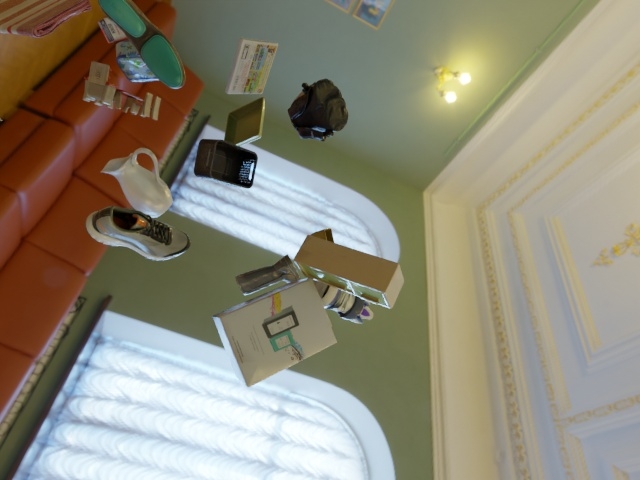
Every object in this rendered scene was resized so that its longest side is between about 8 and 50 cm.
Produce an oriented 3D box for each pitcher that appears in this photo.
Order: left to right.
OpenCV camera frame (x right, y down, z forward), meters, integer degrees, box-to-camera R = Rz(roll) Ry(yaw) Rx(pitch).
[{"bbox_3d":[-0.548,-0.182,1.353,0.177,0.207,0.126,-19,-144,22],"label":"pitcher"}]

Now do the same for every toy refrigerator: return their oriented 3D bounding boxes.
[{"bbox_3d":[0.071,0.081,1.123,0.094,0.269,0.102,-61,150,-21],"label":"toy refrigerator"}]

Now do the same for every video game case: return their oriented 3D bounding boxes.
[{"bbox_3d":[-0.287,-0.720,1.795,0.206,0.026,0.227,-24,148,-50],"label":"video game case"}]

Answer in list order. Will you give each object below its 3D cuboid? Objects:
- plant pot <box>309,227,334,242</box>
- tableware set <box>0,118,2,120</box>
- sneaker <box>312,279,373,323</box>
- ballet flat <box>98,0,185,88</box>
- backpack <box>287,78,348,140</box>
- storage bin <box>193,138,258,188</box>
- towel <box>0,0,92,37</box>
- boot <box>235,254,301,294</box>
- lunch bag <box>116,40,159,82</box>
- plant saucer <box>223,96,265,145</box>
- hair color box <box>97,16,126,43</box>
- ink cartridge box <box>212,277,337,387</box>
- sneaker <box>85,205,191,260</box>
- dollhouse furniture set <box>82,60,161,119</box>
[{"bbox_3d":[0.000,0.000,1.691,0.081,0.083,0.082,-14,92,-69],"label":"plant pot"},{"bbox_3d":[-1.009,-0.398,1.237,0.024,0.104,0.154,-57,157,10],"label":"tableware set"},{"bbox_3d":[0.085,0.184,1.368,0.130,0.236,0.323,-63,-171,-6],"label":"sneaker"},{"bbox_3d":[-0.562,-0.656,1.395,0.116,0.342,0.124,-35,-150,13],"label":"ballet flat"},{"bbox_3d":[-0.008,-0.346,1.167,0.115,0.152,0.182,-28,-167,-25],"label":"backpack"},{"bbox_3d":[-0.297,-0.241,1.362,0.084,0.180,0.122,11,-89,35],"label":"storage bin"},{"bbox_3d":[-0.875,-0.661,1.267,0.037,0.328,0.237,82,25,-47],"label":"towel"},{"bbox_3d":[-0.182,0.151,1.569,0.208,0.190,0.076,-30,-140,-5],"label":"boot"},{"bbox_3d":[-0.681,-0.709,1.713,0.176,0.218,0.090,119,-37,-75],"label":"lunch bag"},{"bbox_3d":[-0.288,-0.444,1.675,0.188,0.045,0.188,-14,-120,31],"label":"plant saucer"},{"bbox_3d":[-0.676,-0.731,1.471,0.043,0.072,0.141,0,-147,35],"label":"hair color box"},{"bbox_3d":[-0.133,0.248,1.211,0.197,0.270,0.198,68,-22,1],"label":"ink cartridge box"},{"bbox_3d":[-0.457,-0.019,1.126,0.108,0.271,0.100,-24,-119,35],"label":"sneaker"},{"bbox_3d":[-0.798,-0.589,1.690,0.259,0.261,0.135,-47,152,-82],"label":"dollhouse furniture set"}]
